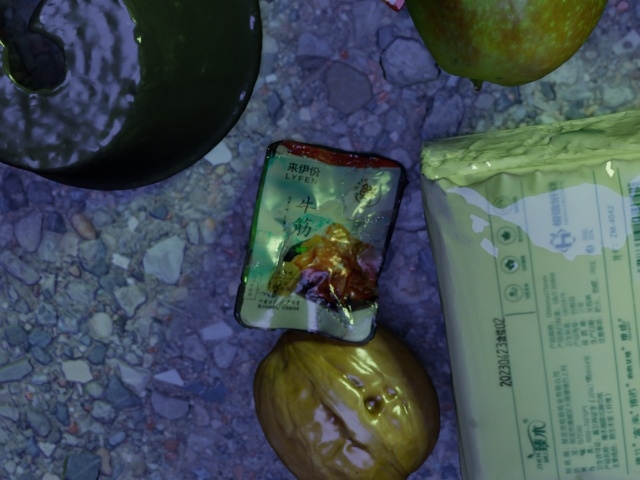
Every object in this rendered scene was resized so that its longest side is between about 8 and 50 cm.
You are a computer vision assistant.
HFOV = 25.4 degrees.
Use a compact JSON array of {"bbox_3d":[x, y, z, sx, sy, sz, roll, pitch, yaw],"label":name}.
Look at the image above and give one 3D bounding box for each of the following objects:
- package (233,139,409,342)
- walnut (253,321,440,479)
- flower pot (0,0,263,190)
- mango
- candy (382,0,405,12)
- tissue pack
[{"bbox_3d":[0.000,0.000,1.572,0.166,0.040,0.232,12,71,2],"label":"package"},{"bbox_3d":[0.029,0.187,1.615,0.195,0.195,0.222,-35,99,16],"label":"walnut"},{"bbox_3d":[-0.257,-0.198,1.498,0.379,0.251,0.379,1,108,4],"label":"flower pot"},{"bbox_3d":[0.184,-0.344,1.427,0.225,0.201,0.382,-2,95,21],"label":"mango"},{"bbox_3d":[0.056,-0.308,1.532,0.122,0.038,0.062,39,108,-6],"label":"candy"},{"bbox_3d":[0.270,0.068,1.535,0.297,0.207,0.380,-5,107,7],"label":"tissue pack"}]
